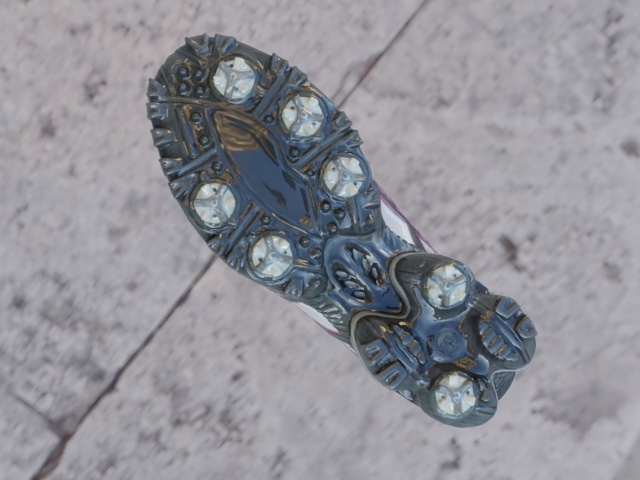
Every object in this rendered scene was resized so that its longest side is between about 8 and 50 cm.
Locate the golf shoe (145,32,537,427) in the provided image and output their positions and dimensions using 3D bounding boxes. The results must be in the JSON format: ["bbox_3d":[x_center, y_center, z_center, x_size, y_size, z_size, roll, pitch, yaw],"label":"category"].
[{"bbox_3d":[0.000,0.000,1.082,0.105,0.120,0.273,-44,97,-6],"label":"golf shoe"}]
